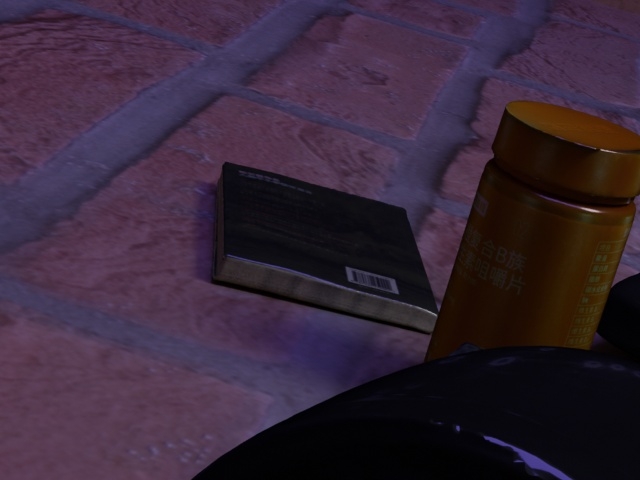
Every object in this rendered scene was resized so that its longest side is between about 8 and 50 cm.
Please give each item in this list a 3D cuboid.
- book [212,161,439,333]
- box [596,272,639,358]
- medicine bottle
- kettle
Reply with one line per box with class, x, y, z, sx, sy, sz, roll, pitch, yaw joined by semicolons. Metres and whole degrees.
book;0.000;0.000;1.249;0.160;0.024;0.228;14;18;-8
box;0.377;0.084;1.238;0.290;0.073;0.289;26;20;29
medicine bottle;0.129;0.020;1.021;0.096;0.192;0.096;14;19;-5
kettle;0.100;0.159;0.615;0.268;0.207;0.290;51;22;11
